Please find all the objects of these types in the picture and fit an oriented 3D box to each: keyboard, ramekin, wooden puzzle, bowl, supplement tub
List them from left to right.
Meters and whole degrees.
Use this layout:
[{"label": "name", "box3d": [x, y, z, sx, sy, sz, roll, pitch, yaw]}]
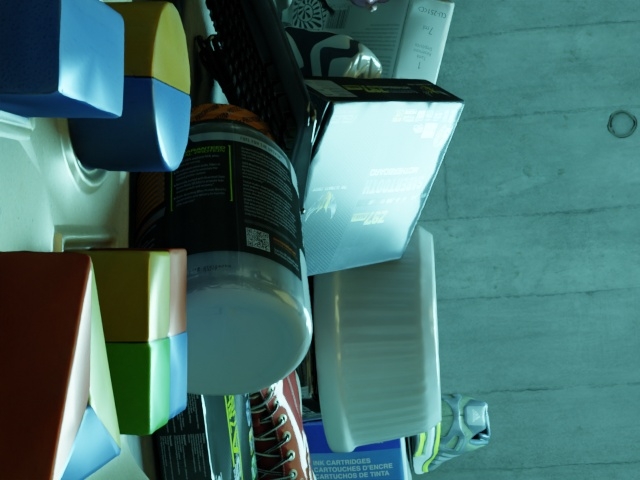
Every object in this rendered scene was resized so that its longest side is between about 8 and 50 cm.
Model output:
[{"label": "wooden puzzle", "box3d": [-0.119, -0.017, 0.558, 0.322, 0.080, 0.348, -3, 89, -84]}, {"label": "supplement tub", "box3d": [-0.069, 0.000, 0.803, 0.117, 0.117, 0.190, 80, 3, -46]}, {"label": "keyboard", "box3d": [-0.067, -0.154, 0.989, 0.202, 0.033, 0.317, 99, -23, -53]}, {"label": "bowl", "box3d": [-0.014, -0.312, 1.767, 0.170, 0.080, 0.170, -3, 90, -84]}, {"label": "ramekin", "box3d": [0.069, 0.101, 1.329, 0.273, 0.127, 0.273, -2, 90, -84]}]

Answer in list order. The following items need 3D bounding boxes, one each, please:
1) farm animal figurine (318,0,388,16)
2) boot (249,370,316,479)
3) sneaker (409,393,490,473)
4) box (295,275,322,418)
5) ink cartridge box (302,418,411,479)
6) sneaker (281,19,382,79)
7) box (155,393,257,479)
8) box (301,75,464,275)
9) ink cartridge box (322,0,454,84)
[{"label": "farm animal figurine", "box3d": [-0.024, -0.416, 1.419, 0.330, 0.172, 0.327, -36, 110, -74]}, {"label": "boot", "box3d": [-0.053, 0.190, 1.067, 0.176, 0.088, 0.244, 74, 5, -62]}, {"label": "sneaker", "box3d": [0.195, 0.292, 1.787, 0.300, 0.121, 0.111, 68, 18, -76]}, {"label": "box", "box3d": [-0.036, 0.041, 1.343, 0.242, 0.076, 0.308, 63, 24, -76]}, {"label": "ink cartridge box", "box3d": [0.056, 0.304, 1.695, 0.270, 0.151, 0.396, -84, 170, -69]}, {"label": "sneaker", "box3d": [-0.061, -0.114, 1.159, 0.094, 0.153, 0.235, 18, 103, -58]}, {"label": "box", "box3d": [-0.089, 0.138, 0.926, 0.184, 0.045, 0.191, -73, 158, -80]}, {"label": "box", "box3d": [0.028, -0.062, 1.124, 0.232, 0.059, 0.183, -7, 125, -52]}, {"label": "ink cartridge box", "box3d": [0.055, -0.187, 1.531, 0.296, 0.066, 0.261, -151, -105, -69]}]
